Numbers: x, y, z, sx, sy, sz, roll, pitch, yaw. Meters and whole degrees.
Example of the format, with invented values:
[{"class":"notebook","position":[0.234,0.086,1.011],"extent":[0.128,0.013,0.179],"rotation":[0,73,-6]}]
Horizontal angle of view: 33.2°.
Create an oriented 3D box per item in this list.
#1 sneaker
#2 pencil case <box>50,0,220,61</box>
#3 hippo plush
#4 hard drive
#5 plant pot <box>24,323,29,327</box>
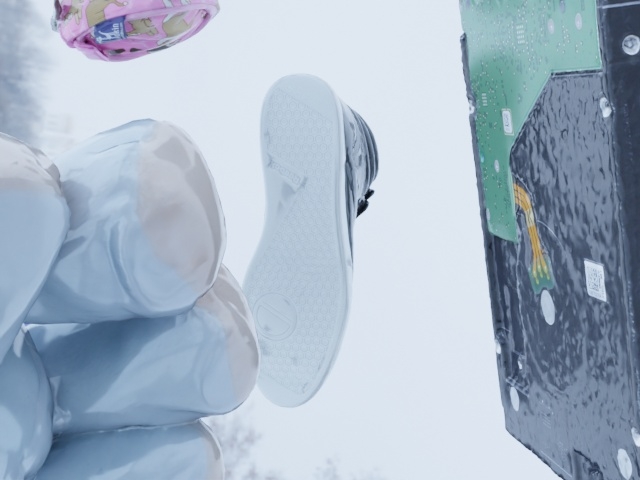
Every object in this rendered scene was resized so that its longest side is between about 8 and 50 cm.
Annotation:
[{"class":"sneaker","position":[0.000,0.000,0.991],"extent":[0.147,0.104,0.296],"rotation":[-12,106,-71]},{"class":"pencil case","position":[-0.236,-0.386,1.117],"extent":[0.160,0.167,0.386],"rotation":[-15,-89,47]},{"class":"hippo plush","position":[-0.186,0.057,0.486],"extent":[0.236,0.234,0.294],"rotation":[24,-91,38]},{"class":"hard drive","position":[0.162,-0.013,0.662],"extent":[0.237,0.064,0.339],"rotation":[-148,-131,-78]},{"class":"plant pot","position":[-0.354,0.223,1.545],"extent":[0.236,0.212,0.236],"rotation":[49,15,-55]}]
